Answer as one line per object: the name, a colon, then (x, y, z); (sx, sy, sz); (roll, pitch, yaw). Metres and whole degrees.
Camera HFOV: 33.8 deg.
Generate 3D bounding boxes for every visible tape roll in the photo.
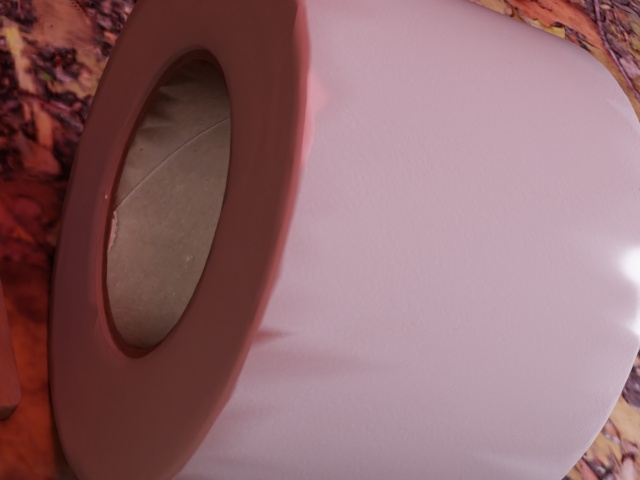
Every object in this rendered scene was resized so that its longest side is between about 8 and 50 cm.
tape roll: (0.000, 0.000, 0.472); (0.169, 0.246, 0.246); (13, 47, -30)

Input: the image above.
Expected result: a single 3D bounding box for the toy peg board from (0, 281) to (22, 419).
toy peg board: (-0.207, -0.011, 0.443); (0.160, 0.079, 0.161); (4, 52, -36)
